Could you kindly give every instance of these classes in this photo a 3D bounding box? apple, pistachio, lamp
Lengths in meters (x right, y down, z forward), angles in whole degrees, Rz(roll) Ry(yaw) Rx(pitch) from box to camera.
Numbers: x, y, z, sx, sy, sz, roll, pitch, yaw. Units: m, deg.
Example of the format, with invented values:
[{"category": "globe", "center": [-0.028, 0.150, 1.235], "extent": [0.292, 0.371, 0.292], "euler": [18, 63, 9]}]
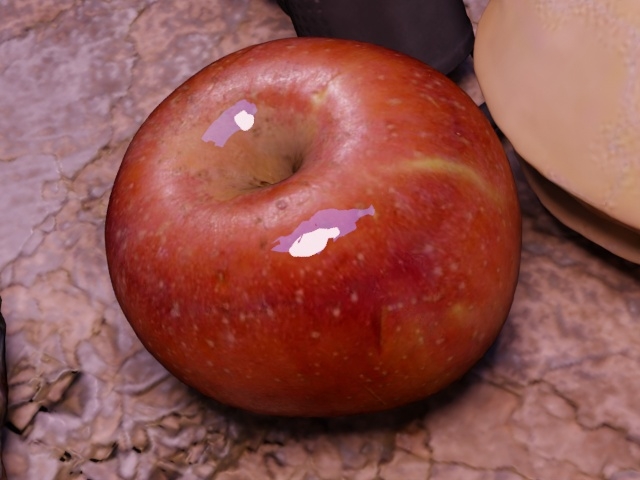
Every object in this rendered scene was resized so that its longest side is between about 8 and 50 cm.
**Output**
[{"category": "apple", "center": [0.000, 0.000, 0.735], "extent": [0.201, 0.162, 0.201], "euler": [-10, 52, 13]}, {"category": "pistachio", "center": [0.242, -0.091, 0.728], "extent": [0.321, 0.229, 0.238], "euler": [-1, 62, 20]}, {"category": "lamp", "center": [0.013, -0.170, 0.833], "extent": [0.147, 0.227, 0.172], "euler": [-36, 36, -23]}]

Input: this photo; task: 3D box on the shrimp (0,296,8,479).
[{"category": "shrimp", "center": [-0.217, 0.130, 0.654], "extent": [0.137, 0.172, 0.372], "euler": [-36, 36, 20]}]
